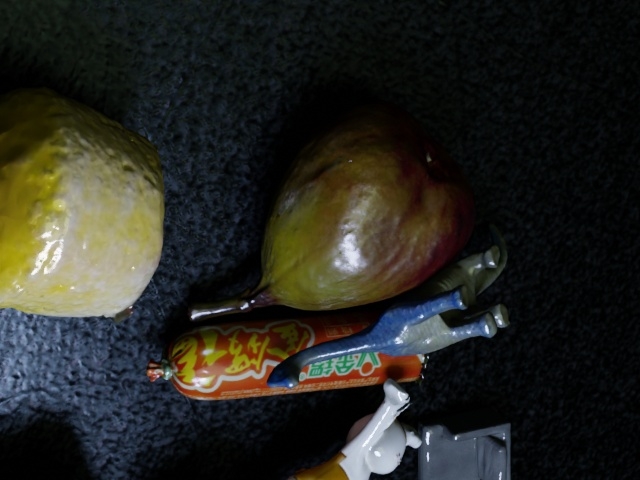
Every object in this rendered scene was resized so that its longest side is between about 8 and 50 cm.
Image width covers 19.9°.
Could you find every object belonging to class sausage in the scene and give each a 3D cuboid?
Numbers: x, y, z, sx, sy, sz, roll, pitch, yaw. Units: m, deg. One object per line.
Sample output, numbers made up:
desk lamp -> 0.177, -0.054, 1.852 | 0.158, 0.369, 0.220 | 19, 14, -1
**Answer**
sausage -> -0.032, 0.107, 1.659 | 0.264, 0.083, 0.083 | -4, 111, -21

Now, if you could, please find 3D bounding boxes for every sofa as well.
sofa -> 0.143, 0.245, 1.790 | 0.085, 0.060, 0.147 | -8, 112, -19

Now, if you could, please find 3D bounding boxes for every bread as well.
bread -> -0.228, -0.026, 1.472 | 0.170, 0.197, 0.197 | 20, 101, -38

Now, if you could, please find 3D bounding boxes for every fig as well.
fig -> 0.000, 0.000, 1.606 | 0.274, 0.145, 0.170 | -35, 118, 8

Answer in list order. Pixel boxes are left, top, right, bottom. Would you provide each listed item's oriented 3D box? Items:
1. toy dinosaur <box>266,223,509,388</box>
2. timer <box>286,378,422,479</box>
toy dinosaur -> 0.074, 0.062, 1.651 | 0.188, 0.247, 0.075 | -12, 111, 26
timer -> -0.013, 0.245, 1.678 | 0.266, 0.175, 0.175 | -43, 119, -11
